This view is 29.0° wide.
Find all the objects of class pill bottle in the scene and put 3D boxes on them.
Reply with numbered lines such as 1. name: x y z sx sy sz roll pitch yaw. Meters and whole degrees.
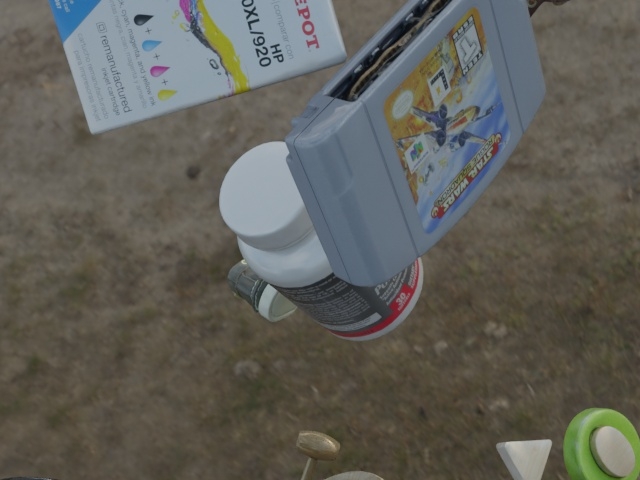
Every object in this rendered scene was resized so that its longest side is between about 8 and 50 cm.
1. pill bottle: 0.000 0.000 1.615 0.176 0.318 0.176 -12 61 23

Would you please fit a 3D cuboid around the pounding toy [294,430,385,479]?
1. pounding toy: 0.026 0.401 1.685 0.154 0.155 0.270 7 69 1

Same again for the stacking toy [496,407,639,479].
1. stacking toy: 0.403 0.380 1.720 0.130 0.308 0.280 -22 80 58

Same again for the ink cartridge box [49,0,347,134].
1. ink cartridge box: -0.108 -0.212 1.112 0.232 0.171 0.168 -16 10 2

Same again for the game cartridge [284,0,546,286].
1. game cartridge: 0.097 -0.108 1.090 0.062 0.198 0.297 17 55 42

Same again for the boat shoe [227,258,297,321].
1. boat shoe: -0.035 0.048 1.927 0.091 0.305 0.109 28 109 21

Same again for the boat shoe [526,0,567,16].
1. boat shoe: 0.281 -0.357 1.627 0.342 0.123 0.123 -51 28 8

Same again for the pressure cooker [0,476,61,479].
1. pressure cooker: -0.277 0.498 1.312 0.369 0.420 0.376 -8 44 12
